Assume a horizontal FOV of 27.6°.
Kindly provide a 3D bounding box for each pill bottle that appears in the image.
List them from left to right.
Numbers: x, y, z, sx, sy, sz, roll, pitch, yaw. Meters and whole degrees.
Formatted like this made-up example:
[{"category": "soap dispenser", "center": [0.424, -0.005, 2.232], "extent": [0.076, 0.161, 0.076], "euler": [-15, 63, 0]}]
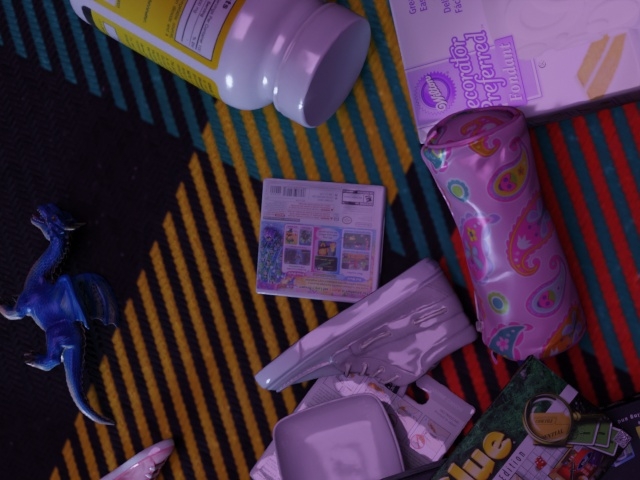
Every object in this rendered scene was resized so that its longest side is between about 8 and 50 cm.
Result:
[{"category": "pill bottle", "center": [-0.116, -0.271, 1.532], "extent": [0.334, 0.188, 0.188], "euler": [31, 101, 17]}]

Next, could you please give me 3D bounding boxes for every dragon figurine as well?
[{"category": "dragon figurine", "center": [-0.316, 0.091, 1.662], "extent": [0.144, 0.085, 0.289], "euler": [-35, 78, 17]}]

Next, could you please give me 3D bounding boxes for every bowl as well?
[{"category": "bowl", "center": [0.026, 0.258, 1.507], "extent": [0.142, 0.053, 0.142], "euler": [-18, 73, 6]}]

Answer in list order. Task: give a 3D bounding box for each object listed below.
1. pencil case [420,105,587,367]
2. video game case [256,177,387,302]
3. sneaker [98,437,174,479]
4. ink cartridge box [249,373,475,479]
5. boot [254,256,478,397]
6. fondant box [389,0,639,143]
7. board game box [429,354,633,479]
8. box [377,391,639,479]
[{"category": "pencil case", "center": [0.200, -0.003, 1.411], "extent": [0.124, 0.124, 0.284], "euler": [-12, 111, 20]}, {"category": "video game case", "center": [0.000, 0.000, 1.582], "extent": [0.157, 0.019, 0.143], "euler": [5, 92, 19]}, {"category": "sneaker", "center": [-0.224, 0.307, 1.650], "extent": [0.134, 0.051, 0.070], "euler": [-36, 80, 20]}, {"category": "ink cartridge box", "center": [0.052, 0.245, 1.560], "extent": [0.181, 0.056, 0.225], "euler": [35, 83, 17]}, {"category": "boot", "center": [0.055, 0.136, 1.514], "extent": [0.258, 0.095, 0.123], "euler": [-34, 87, 14]}, {"category": "fondant box", "center": [0.251, -0.256, 1.448], "extent": [0.330, 0.096, 0.238], "euler": [-14, 86, 21]}, {"category": "board game box", "center": [0.186, 0.258, 1.328], "extent": [0.136, 0.030, 0.260], "euler": [38, 83, 8]}, {"category": "box", "center": [0.279, 0.350, 1.377], "extent": [0.394, 0.097, 0.318], "euler": [-17, 85, -3]}]
